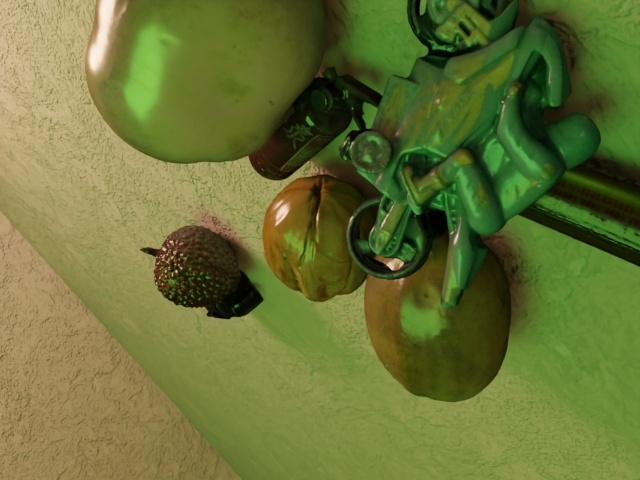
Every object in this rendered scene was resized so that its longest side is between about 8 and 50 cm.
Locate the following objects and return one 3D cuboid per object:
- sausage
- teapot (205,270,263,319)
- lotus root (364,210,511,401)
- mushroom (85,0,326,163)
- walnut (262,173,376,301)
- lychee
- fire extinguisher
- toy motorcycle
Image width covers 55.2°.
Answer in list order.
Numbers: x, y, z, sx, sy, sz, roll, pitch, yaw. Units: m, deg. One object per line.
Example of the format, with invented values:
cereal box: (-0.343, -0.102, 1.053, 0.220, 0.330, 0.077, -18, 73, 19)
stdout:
sausage: (0.216, -0.051, 0.592, 0.371, 0.082, 0.082, 28, 147, 27)
teapot: (-0.202, 0.126, 1.292, 0.177, 0.096, 0.087, -4, 126, 51)
lotus root: (0.140, 0.066, 0.749, 0.182, 0.183, 0.310, 19, 136, 36)
mushroom: (-0.127, -0.218, 0.666, 0.254, 0.260, 0.234, 76, 175, -46)
walnut: (0.000, 0.000, 0.838, 0.159, 0.159, 0.207, 29, 154, 23)
lychee: (-0.249, 0.049, 1.183, 0.197, 0.165, 0.165, 20, 146, 7)
fire extinguisher: (0.003, -0.137, 0.741, 0.106, 0.075, 0.252, 43, 150, -12)
toy motorcycle: (0.133, -0.085, 0.547, 0.198, 0.109, 0.297, 25, 108, 16)
